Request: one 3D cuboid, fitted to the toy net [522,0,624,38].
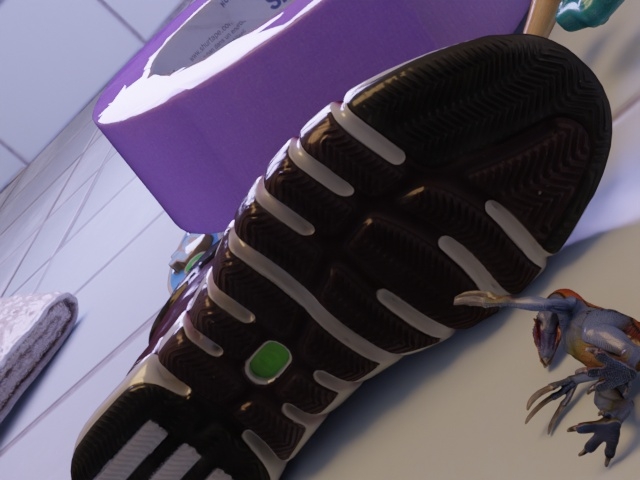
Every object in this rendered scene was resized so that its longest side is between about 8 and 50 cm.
[{"bbox_3d":[0.124,-0.091,0.571,0.232,0.045,0.122,-46,18,11],"label":"toy net"}]

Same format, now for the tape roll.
[{"bbox_3d":[-0.007,-0.125,0.790,0.275,0.090,0.275,-32,20,13],"label":"tape roll"}]

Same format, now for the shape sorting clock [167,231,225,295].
[{"bbox_3d":[-0.028,-0.040,0.830,0.206,0.040,0.206,-43,17,17],"label":"shape sorting clock"}]

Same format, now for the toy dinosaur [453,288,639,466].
[{"bbox_3d":[0.090,0.036,0.404,0.090,0.047,0.082,-6,21,15],"label":"toy dinosaur"}]

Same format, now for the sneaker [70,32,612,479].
[{"bbox_3d":[0.000,0.000,0.564,0.281,0.106,0.162,-43,14,18],"label":"sneaker"}]

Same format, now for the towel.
[{"bbox_3d":[-0.344,0.137,1.051,0.187,0.049,0.282,-2,36,30],"label":"towel"}]
